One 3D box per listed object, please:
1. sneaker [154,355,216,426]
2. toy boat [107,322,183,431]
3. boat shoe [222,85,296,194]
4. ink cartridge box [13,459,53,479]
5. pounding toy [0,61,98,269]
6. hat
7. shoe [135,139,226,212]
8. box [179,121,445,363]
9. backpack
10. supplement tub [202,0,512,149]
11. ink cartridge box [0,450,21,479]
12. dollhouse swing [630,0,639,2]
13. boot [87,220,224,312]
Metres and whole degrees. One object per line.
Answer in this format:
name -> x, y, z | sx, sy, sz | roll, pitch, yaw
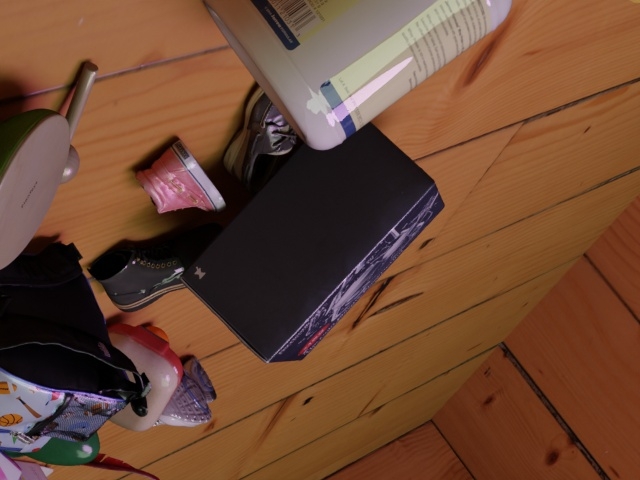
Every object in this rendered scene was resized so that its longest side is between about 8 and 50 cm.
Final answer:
sneaker -> -0.266, 0.292, 2.389 | 0.129, 0.111, 0.297 | -28, 179, 3
toy boat -> -0.297, 0.202, 2.185 | 0.231, 0.151, 0.151 | -57, -178, 47
boat shoe -> -0.064, -0.146, 1.806 | 0.080, 0.073, 0.223 | -23, 158, -37
ink cartridge box -> -0.586, 0.490, 2.344 | 0.207, 0.119, 0.353 | -38, 162, 3
pounding toy -> -0.347, -0.087, 1.436 | 0.237, 0.110, 0.183 | -60, 172, -47
hat -> -0.409, 0.379, 2.289 | 0.208, 0.183, 0.173 | -31, 161, -17
shoe -> -0.188, -0.069, 1.797 | 0.081, 0.063, 0.178 | -35, 157, -2
box -> 0.000, 0.000, 1.959 | 0.343, 0.179, 0.312 | -47, 170, 3
backpack -> -0.386, 0.128, 1.643 | 0.213, 0.276, 0.263 | -42, 148, 12
supplement tub -> 0.059, -0.277, 1.452 | 0.325, 0.235, 0.235 | -36, 162, -1
ink cartridge box -> -0.511, 0.323, 1.806 | 0.324, 0.071, 0.330 | 72, 37, -62
dollhouse swing -> 0.662, -0.559, 2.145 | 0.347, 0.305, 0.315 | 81, 23, -70
boot -> -0.231, 0.025, 1.933 | 0.198, 0.077, 0.137 | -37, 157, -3
